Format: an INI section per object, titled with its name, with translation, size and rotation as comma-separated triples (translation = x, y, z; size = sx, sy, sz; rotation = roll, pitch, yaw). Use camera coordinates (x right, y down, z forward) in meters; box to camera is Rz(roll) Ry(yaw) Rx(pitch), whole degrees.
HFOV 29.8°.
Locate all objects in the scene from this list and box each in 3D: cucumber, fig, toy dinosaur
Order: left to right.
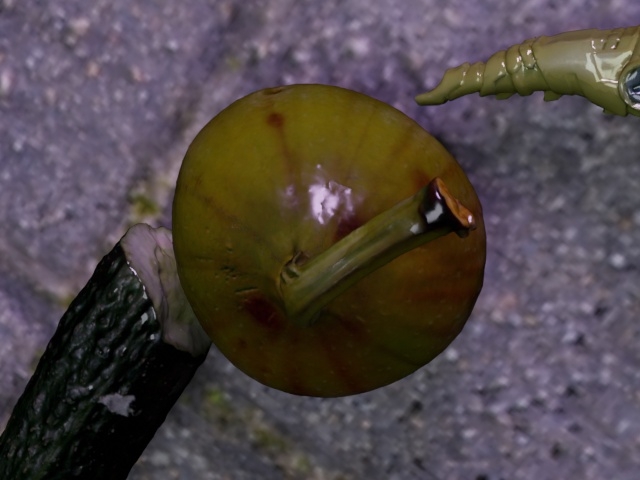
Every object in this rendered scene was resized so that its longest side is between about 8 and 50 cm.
[cucumber]
translation = -0.129, 0.101, 0.638
size = 0.074, 0.074, 0.241
rotation = 35, 114, 2
[fig]
translation = 0.003, 0.011, 0.517
size = 0.148, 0.186, 0.142
rotation = -3, 114, 13
[toy dinosaur]
translation = 0.168, -0.071, 0.506
size = 0.259, 0.094, 0.153
rotation = -20, 101, 27
